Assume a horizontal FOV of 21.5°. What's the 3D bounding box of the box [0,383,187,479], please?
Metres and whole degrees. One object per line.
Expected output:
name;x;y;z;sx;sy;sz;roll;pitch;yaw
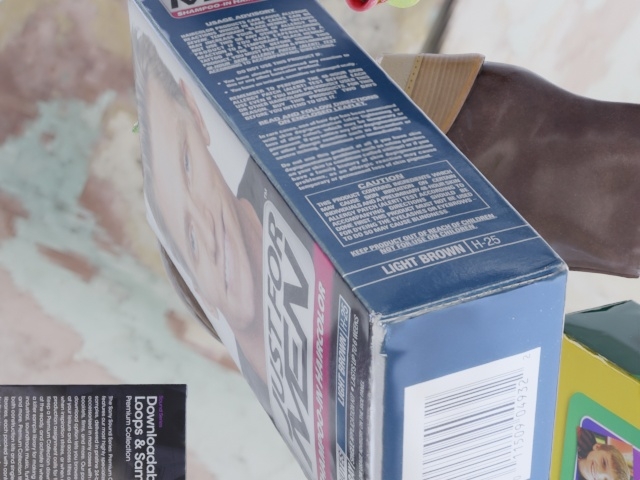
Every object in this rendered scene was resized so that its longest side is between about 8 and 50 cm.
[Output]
box;-0.147;0.133;0.881;0.162;0.116;0.029;3;175;-27

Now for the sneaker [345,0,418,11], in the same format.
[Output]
sneaker;0.044;-0.248;1.553;0.081;0.094;0.208;2;167;22

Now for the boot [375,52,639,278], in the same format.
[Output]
boot;0.113;0.001;1.122;0.206;0.249;0.090;14;173;1

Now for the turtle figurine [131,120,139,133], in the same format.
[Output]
turtle figurine;-0.048;-0.038;1.511;0.266;0.274;0.198;39;-115;-6

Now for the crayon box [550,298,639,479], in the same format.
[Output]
crayon box;0.293;0.274;1.336;0.106;0.363;0.313;-11;-155;-29

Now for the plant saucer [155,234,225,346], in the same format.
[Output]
plant saucer;-0.055;0.013;1.288;0.198;0.036;0.199;27;-133;-33

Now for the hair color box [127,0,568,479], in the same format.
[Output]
hair color box;0.000;0.000;0.921;0.105;0.174;0.347;-14;-142;-19
